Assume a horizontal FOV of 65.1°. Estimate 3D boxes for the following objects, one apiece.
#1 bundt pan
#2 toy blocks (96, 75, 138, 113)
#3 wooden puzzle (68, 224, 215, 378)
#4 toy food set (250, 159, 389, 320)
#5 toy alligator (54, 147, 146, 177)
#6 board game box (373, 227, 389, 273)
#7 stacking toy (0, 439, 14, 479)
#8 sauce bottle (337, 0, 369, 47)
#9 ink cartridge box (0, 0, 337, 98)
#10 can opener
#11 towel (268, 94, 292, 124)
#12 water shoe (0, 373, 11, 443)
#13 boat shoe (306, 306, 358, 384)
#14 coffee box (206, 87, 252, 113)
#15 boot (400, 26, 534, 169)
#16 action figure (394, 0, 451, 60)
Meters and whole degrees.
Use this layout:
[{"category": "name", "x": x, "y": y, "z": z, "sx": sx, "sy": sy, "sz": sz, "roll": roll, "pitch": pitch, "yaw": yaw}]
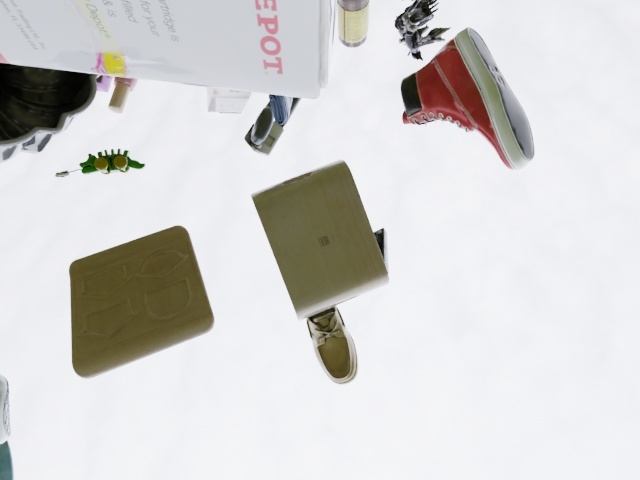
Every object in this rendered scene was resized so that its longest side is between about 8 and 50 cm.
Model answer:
[{"category": "bundt pan", "x": -0.465, "y": -0.237, "z": 0.646, "sx": 0.331, "sy": 0.124, "sz": 0.330, "roll": 15, "pitch": -119, "yaw": -30}, {"category": "toy blocks", "x": -0.658, "y": -0.540, "z": 1.337, "sx": 0.289, "sy": 0.309, "sz": 0.259, "roll": 10, "pitch": -107, "yaw": 5}, {"category": "wooden puzzle", "x": -0.446, "y": 0.145, "z": 1.243, "sx": 0.323, "sy": 0.080, "sz": 0.347, "roll": -21, "pitch": -130, "yaw": -10}, {"category": "toy food set", "x": 0.000, "y": 0.000, "z": 1.108, "sx": 0.220, "sy": 0.092, "sz": 0.305, "roll": -21, "pitch": -86, "yaw": -6}, {"category": "toy alligator", "x": -0.488, "y": -0.175, "z": 1.108, "sx": 0.190, "sy": 0.056, "sz": 0.051, "roll": -7, "pitch": -93, "yaw": -12}, {"category": "board game box", "x": 0.114, "y": 0.046, "z": 1.298, "sx": 0.126, "sy": 0.026, "sz": 0.186, "roll": -24, "pitch": -154, "yaw": 21}, {"category": "stacking toy", "x": -0.593, "y": 0.516, "z": 0.899, "sx": 0.279, "sy": 0.131, "sz": 0.308, "roll": -47, "pitch": -119, "yaw": 33}, {"category": "sauce bottle", "x": 0.111, "y": -0.790, "z": 1.660, "sx": 0.112, "sy": 0.344, "sz": 0.111, "roll": 0, "pitch": -107, "yaw": 1}, {"category": "ink cartridge box", "x": -0.139, "y": -0.217, "z": 0.296, "sx": 0.307, "sy": 0.226, "sz": 0.131, "roll": 6, "pitch": -115, "yaw": 2}, {"category": "can opener", "x": -0.102, "y": -0.331, "z": 1.269, "sx": 0.076, "sy": 0.095, "sz": 0.283, "roll": 33, "pitch": -123, "yaw": -14}, {"category": "towel", "x": -0.069, "y": -0.263, "z": 0.915, "sx": 0.029, "sy": 0.067, "sz": 0.119, "roll": -6, "pitch": -142, "yaw": 7}, {"category": "water shoe", "x": -0.409, "y": 0.187, "z": 0.575, "sx": 0.203, "sy": 0.080, "sz": 0.072, "roll": 4, "pitch": -85, "yaw": 51}, {"category": "boat shoe", "x": 0.014, "y": 0.224, "z": 1.305, "sx": 0.109, "sy": 0.098, "sz": 0.302, "roll": -20, "pitch": -117, "yaw": 7}, {"category": "coffee box", "x": -0.237, "y": -0.431, "z": 1.297, "sx": 0.098, "sy": 0.246, "sz": 0.141, "roll": -3, "pitch": -93, "yaw": -18}, {"category": "boot", "x": 0.234, "y": -0.201, "z": 0.844, "sx": 0.176, "sy": 0.089, "sz": 0.244, "roll": -32, "pitch": -103, "yaw": 40}, {"category": "action figure", "x": 0.289, "y": -0.622, "z": 1.425, "sx": 0.141, "sy": 0.276, "sz": 0.163, "roll": -24, "pitch": -94, "yaw": 4}]
